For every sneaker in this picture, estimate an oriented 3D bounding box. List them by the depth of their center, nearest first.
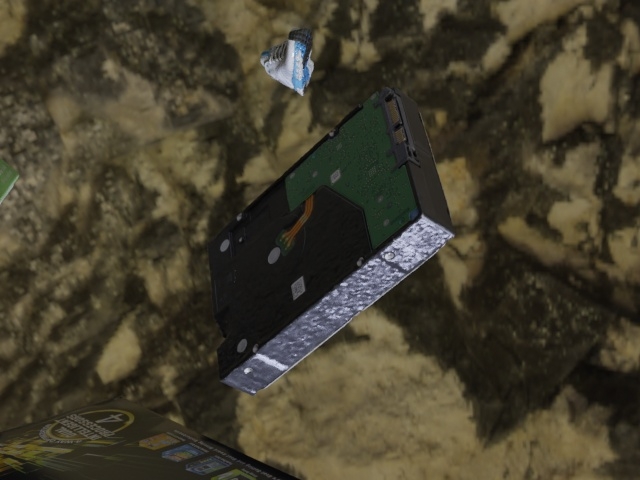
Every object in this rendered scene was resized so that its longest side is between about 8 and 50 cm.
[{"bbox_3d":[-0.058,-0.289,1.887,0.082,0.191,0.071,18,-105,3],"label":"sneaker"}]

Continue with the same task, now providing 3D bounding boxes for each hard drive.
[{"bbox_3d":[0.000,0.000,1.401,0.339,0.064,0.237,-42,-142,27],"label":"hard drive"}]

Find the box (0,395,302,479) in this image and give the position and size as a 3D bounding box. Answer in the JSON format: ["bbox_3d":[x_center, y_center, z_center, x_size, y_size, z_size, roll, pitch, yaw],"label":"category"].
[{"bbox_3d":[-0.225,0.257,1.030,0.318,0.097,0.395,-16,-164,-32],"label":"box"}]

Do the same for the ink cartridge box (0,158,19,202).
[{"bbox_3d":[-0.571,-0.110,1.418,0.207,0.353,0.119,-41,-163,24],"label":"ink cartridge box"}]
